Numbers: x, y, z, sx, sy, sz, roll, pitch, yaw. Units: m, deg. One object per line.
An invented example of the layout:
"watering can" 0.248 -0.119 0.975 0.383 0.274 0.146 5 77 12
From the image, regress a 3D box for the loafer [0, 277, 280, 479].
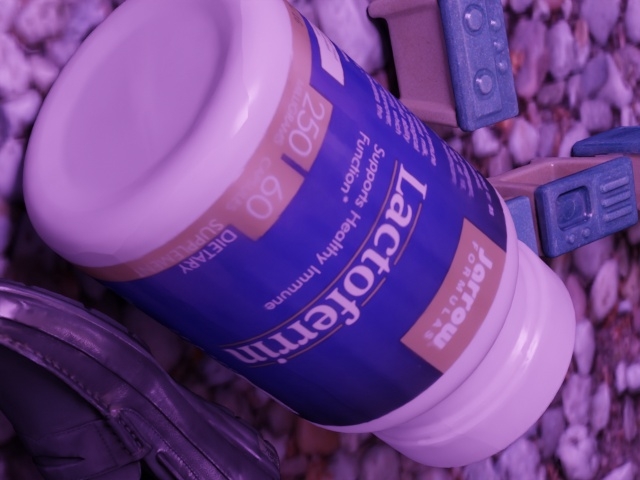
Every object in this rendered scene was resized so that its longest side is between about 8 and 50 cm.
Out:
"loafer" -0.100 0.089 0.840 0.223 0.076 0.078 42 57 -40

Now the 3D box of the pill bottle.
"pill bottle" 0.000 0.000 0.878 0.264 0.153 0.153 37 67 -38

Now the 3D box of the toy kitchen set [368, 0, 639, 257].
"toy kitchen set" 0.150 -0.082 1.034 0.207 0.122 0.166 -20 105 -41
